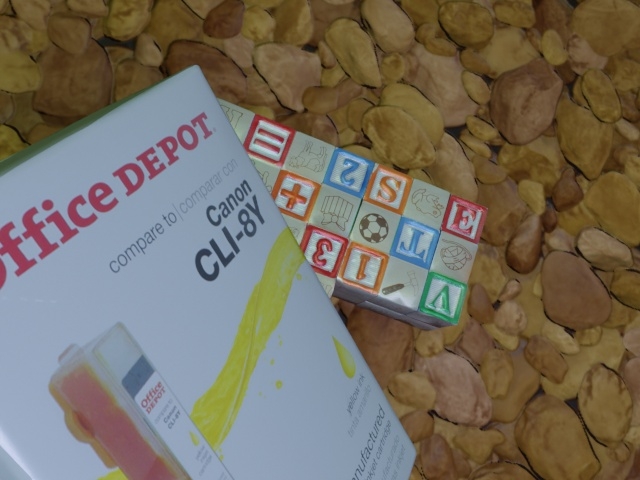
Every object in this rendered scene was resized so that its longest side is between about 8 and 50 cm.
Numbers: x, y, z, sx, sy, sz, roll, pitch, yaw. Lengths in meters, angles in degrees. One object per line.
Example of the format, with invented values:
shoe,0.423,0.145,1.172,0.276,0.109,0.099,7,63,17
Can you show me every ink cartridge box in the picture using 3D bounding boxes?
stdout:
ink cartridge box,-0.110,0.113,0.455,0.384,0.161,0.279,61,34,-18

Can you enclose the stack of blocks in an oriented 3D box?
stack of blocks,0.000,0.000,0.667,0.297,0.087,0.171,20,75,-8
